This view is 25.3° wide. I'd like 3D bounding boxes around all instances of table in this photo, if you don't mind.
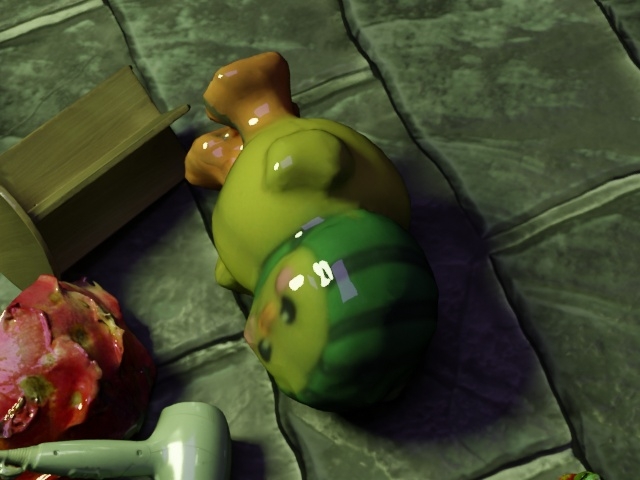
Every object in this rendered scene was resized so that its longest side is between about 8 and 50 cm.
[{"bbox_3d":[-0.242,-0.069,1.469,0.167,0.167,0.226,35,59,26],"label":"table"}]

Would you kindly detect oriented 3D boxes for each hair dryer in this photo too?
[{"bbox_3d":[-0.189,0.231,1.247,0.237,0.075,0.206,16,58,-25],"label":"hair dryer"}]

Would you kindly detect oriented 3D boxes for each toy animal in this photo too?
[{"bbox_3d":[0.003,0.001,1.355,0.191,0.216,0.338,-7,55,-29],"label":"toy animal"}]

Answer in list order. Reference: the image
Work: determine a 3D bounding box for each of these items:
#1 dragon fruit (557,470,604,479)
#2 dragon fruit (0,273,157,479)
[{"bbox_3d":[0.222,0.279,1.198,0.138,0.175,0.142,-31,27,-23],"label":"dragon fruit"},{"bbox_3d":[-0.246,0.143,1.315,0.126,0.161,0.274,16,59,20],"label":"dragon fruit"}]
